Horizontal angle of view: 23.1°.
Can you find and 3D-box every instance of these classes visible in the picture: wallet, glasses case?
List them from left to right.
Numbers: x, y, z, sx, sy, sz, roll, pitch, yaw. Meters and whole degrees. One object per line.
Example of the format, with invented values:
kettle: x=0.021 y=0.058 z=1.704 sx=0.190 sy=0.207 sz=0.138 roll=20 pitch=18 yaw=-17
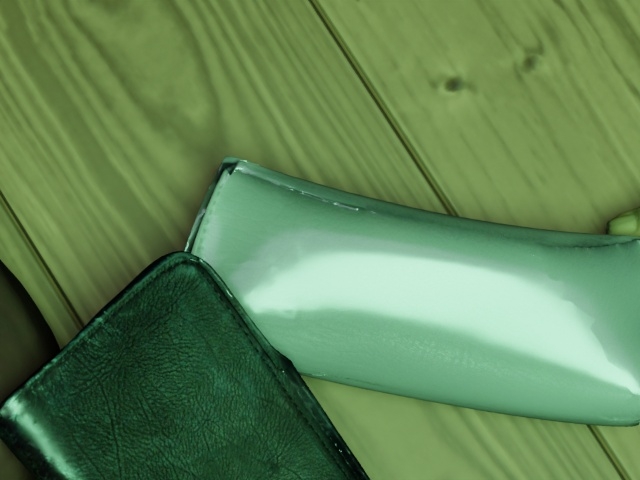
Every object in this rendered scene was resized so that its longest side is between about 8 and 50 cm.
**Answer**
wallet: x=-0.045 y=0.169 z=0.925 sx=0.172 sy=0.045 sz=0.318 roll=-45 pitch=108 yaw=-31
glasses case: x=0.061 y=0.035 z=0.996 sx=0.308 sy=0.083 sz=0.128 roll=11 pitch=89 yaw=-1

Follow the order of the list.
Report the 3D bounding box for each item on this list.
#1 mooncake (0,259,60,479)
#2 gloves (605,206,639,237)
mooncake: x=-0.315 y=0.101 z=0.933 sx=0.325 sy=0.174 sz=0.334 roll=-7 pitch=83 yaw=-1
gloves: x=0.285 y=0.018 z=1.005 sx=0.203 sy=0.124 sz=0.164 roll=10 pitch=63 yaw=-9
